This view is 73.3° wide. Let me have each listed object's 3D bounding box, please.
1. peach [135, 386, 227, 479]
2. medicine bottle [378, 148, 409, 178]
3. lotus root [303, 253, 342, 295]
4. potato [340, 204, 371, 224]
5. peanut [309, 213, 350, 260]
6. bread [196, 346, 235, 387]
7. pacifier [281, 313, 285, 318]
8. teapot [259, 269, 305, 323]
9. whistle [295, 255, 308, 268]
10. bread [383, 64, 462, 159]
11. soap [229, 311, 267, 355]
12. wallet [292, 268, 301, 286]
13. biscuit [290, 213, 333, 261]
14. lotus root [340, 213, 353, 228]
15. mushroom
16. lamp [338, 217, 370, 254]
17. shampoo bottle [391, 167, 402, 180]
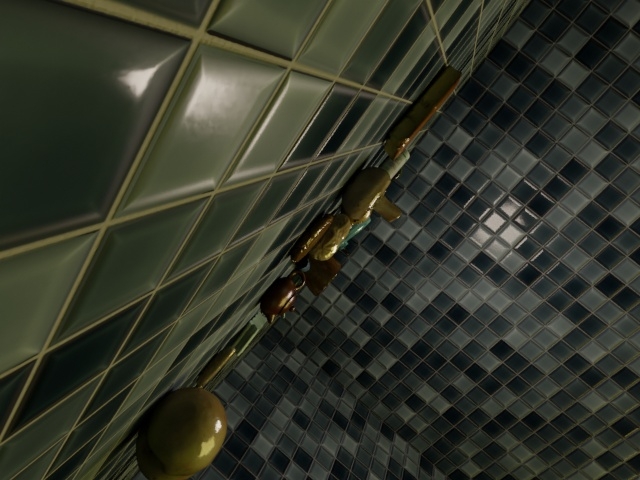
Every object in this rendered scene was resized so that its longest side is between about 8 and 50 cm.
[{"bbox_3d":[-0.421,0.603,1.341,0.292,0.247,0.292,-37,149,-27],"label":"peach"},{"bbox_3d":[0.353,-0.373,2.115,0.183,0.086,0.086,-49,175,-22],"label":"medicine bottle"},{"bbox_3d":[-0.015,0.151,2.144,0.199,0.180,0.188,-50,-179,12],"label":"lotus root"},{"bbox_3d":[0.164,-0.148,1.830,0.176,0.137,0.137,-50,177,29],"label":"potato"},{"bbox_3d":[0.043,-0.023,1.721,0.257,0.123,0.123,-50,176,-39],"label":"peanut"},{"bbox_3d":[-0.431,0.510,1.752,0.214,0.053,0.073,-48,171,-1],"label":"bread"},{"bbox_3d":[-0.233,0.341,2.208,0.116,0.127,0.150,-9,-170,-21],"label":"pacifier"},{"bbox_3d":[-0.146,0.228,1.766,0.252,0.135,0.178,-48,179,-20],"label":"teapot"},{"bbox_3d":[-0.078,0.105,1.906,0.062,0.062,0.304,-50,176,-5],"label":"whistle"},{"bbox_3d":[0.360,-0.457,1.543,0.361,0.077,0.138,-50,177,-10],"label":"bread"},{"bbox_3d":[-0.339,0.440,2.023,0.198,0.063,0.114,-52,177,24],"label":"soap"},{"bbox_3d":[-0.106,0.179,2.246,0.141,0.059,0.202,-50,177,27],"label":"wallet"},{"bbox_3d":[-0.033,-0.010,1.512,0.226,0.042,0.226,-49,176,-4],"label":"biscuit"},{"bbox_3d":[0.121,-0.096,2.098,0.179,0.089,0.080,-52,-147,-7],"label":"lotus root"},{"bbox_3d":[0.189,-0.145,1.529,0.207,0.215,0.207,-51,-176,5],"label":"mushroom"},{"bbox_3d":[0.159,-0.058,2.356,0.284,0.147,0.209,-59,173,6],"label":"lamp"},{"bbox_3d":[0.408,-0.391,2.414,0.101,0.101,0.284,-52,175,17],"label":"shampoo bottle"}]
